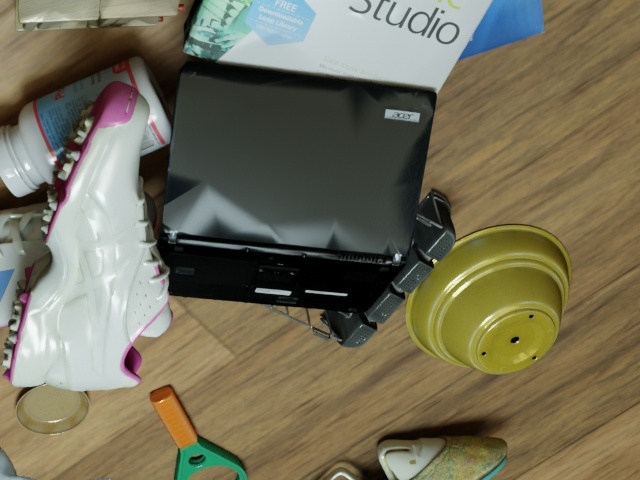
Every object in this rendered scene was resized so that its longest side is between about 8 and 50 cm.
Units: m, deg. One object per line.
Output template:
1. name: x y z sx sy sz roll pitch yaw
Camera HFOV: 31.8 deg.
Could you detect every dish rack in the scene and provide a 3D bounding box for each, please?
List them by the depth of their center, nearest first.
1. dish rack: 0.000 0.000 1.210 0.271 0.074 0.208 27 113 -32

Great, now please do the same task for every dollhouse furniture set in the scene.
1. dollhouse furniture set: -0.191 -0.270 0.920 0.129 0.129 0.183 -5 99 -16

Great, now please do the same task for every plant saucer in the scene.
1. plant saucer: -0.307 0.189 1.286 0.083 0.015 0.083 -9 129 -11

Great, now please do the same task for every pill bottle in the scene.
1. pill bottle: -0.221 -0.102 1.040 0.160 0.087 0.087 -23 131 0

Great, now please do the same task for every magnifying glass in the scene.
1. magnifying glass: -0.157 0.262 1.391 0.092 0.026 0.231 -22 132 -1

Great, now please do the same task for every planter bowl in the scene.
1. planter bowl: 0.218 0.094 1.343 0.217 0.090 0.217 -10 129 -12

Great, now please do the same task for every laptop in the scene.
1. laptop: -0.036 -0.037 1.081 0.234 0.136 0.264 6 159 -9

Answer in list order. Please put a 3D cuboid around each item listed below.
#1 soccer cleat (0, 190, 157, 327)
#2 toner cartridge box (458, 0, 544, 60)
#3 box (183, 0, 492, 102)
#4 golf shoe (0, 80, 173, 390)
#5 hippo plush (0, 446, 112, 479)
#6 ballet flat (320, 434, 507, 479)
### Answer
1. soccer cleat: -0.322 0.021 1.082 0.331 0.116 0.143 -28 131 4
2. toner cartridge box: 0.093 -0.319 0.985 0.165 0.075 0.348 -20 131 -3
3. box: 0.047 -0.258 0.928 0.232 0.058 0.322 15 127 -18
4. golf shoe: -0.183 0.007 0.988 0.140 0.115 0.306 16 119 -14
5. hippo plush: -0.387 0.183 0.949 0.234 0.294 0.236 -53 145 -36
6. ballet flat: 0.078 0.331 1.477 0.348 0.123 0.123 -33 130 5
